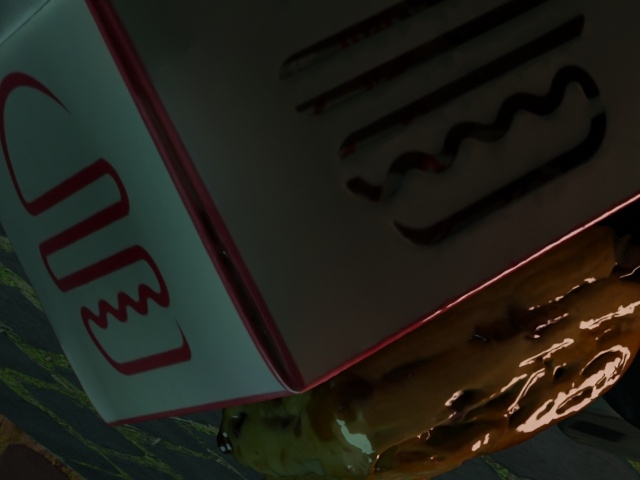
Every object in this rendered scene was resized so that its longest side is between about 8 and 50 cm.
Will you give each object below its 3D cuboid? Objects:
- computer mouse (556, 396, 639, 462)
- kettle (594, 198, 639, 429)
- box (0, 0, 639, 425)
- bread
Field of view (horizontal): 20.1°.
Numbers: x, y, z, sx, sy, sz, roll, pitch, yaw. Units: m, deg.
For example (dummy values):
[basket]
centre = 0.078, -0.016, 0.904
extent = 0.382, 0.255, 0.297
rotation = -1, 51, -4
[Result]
[computer mouse]
centre = 0.301, 0.141, 1.589
extent = 0.197, 0.095, 0.331
rotation = 22, 169, 1
[kettle]
centre = 0.236, -0.044, 1.124
extent = 0.268, 0.207, 0.290
rotation = 46, 163, 37
[box]
centre = -0.020, -0.098, 1.004
extent = 0.300, 0.314, 0.312
rotation = 63, 155, -4
[bread]
centre = 0.071, 0.077, 1.067
extent = 0.099, 0.235, 0.210
rotation = 65, 156, -4
